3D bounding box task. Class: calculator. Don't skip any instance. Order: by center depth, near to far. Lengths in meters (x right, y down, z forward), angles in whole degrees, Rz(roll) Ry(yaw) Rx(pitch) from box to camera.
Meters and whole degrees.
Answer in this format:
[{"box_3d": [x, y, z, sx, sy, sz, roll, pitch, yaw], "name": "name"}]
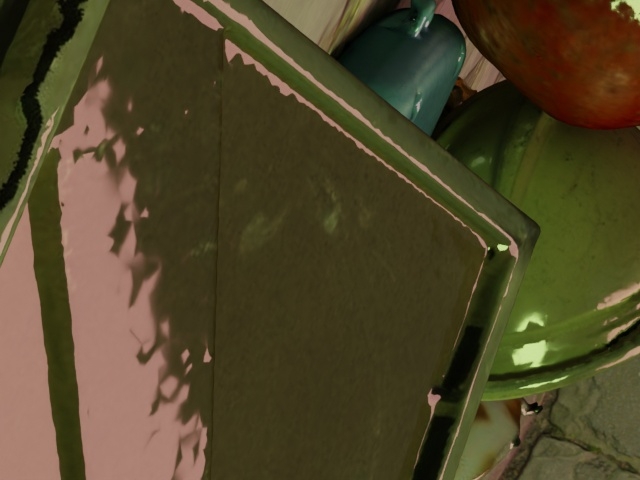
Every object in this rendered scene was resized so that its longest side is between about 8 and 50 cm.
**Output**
[{"box_3d": [0.000, 0.000, 0.943, 0.293, 0.051, 0.173, -66, 172, 26], "name": "calculator"}]

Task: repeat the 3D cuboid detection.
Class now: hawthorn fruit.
[{"box_3d": [0.159, -0.159, 0.945, 0.215, 0.215, 0.250, -59, -174, -25], "name": "hawthorn fruit"}]

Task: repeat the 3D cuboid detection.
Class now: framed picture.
[{"box_3d": [-0.041, 0.090, 0.444, 0.213, 0.016, 0.289, 33, 73, -50], "name": "framed picture"}]

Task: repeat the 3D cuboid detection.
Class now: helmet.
[{"box_3d": [0.128, -0.029, 1.049, 0.257, 0.204, 0.137, -41, 125, -45], "name": "helmet"}]

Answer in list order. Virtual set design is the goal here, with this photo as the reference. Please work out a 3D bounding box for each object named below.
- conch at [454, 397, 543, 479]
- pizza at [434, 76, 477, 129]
[{"box_3d": [0.007, 0.149, 1.158, 0.275, 0.149, 0.183, -45, -179, -41], "name": "conch"}, {"box_3d": [0.055, -0.043, 1.176, 0.292, 0.058, 0.197, -56, 170, -43], "name": "pizza"}]
